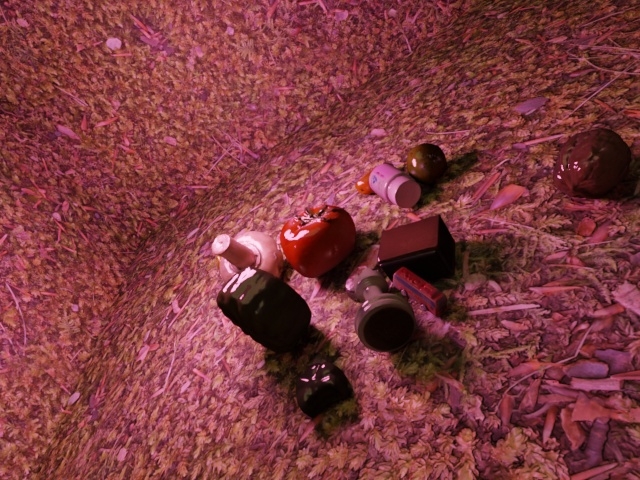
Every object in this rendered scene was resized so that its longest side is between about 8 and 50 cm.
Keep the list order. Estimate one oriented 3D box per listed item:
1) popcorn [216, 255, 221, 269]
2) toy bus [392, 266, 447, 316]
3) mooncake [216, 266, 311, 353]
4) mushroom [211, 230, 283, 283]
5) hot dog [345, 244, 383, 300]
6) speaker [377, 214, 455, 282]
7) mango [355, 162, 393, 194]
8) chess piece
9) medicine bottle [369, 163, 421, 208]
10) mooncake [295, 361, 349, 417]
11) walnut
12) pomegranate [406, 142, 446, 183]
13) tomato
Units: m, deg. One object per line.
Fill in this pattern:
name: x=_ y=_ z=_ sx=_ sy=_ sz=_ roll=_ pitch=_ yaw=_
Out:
popcorn: x=-0.439 y=0.082 z=2.209 sx=0.256 sy=0.195 sz=0.254 roll=-31 pitch=32 yaw=-23
toy bus: x=0.322 y=0.164 z=1.347 sx=0.065 sy=0.077 sz=0.192 roll=-33 pitch=48 yaw=-24
mooncake: x=-0.220 y=0.271 z=1.570 sx=0.356 sy=0.356 sz=0.194 roll=0 pitch=46 yaw=47
mushroom: x=-0.361 y=0.101 z=1.973 sx=0.315 sy=0.355 sz=0.316 roll=-164 pitch=90 yaw=-70
hot dog: x=0.181 y=0.122 z=1.618 sx=0.131 sy=0.069 sz=0.253 roll=16 pitch=63 yaw=44
speaker: x=0.340 y=0.039 z=1.467 sx=0.230 sy=0.153 sz=0.193 roll=-18 pitch=38 yaw=32
mango: x=0.276 y=-0.305 z=2.041 sx=0.217 sy=0.102 sz=0.141 roll=-38 pitch=7 yaw=-4
chess piece: x=0.191 y=0.211 z=1.392 sx=0.194 sy=0.195 sz=0.299 roll=-33 pitch=23 yaw=9
medicine bottle: x=0.331 y=-0.244 z=1.848 sx=0.152 sy=0.152 sz=0.254 roll=-38 pitch=31 yaw=2
mooncake: x=0.001 y=0.475 z=1.316 sx=0.168 sy=0.104 sz=0.175 roll=15 pitch=63 yaw=47
walnut: x=0.826 y=-0.228 z=1.264 sx=0.224 sy=0.224 sz=0.224 roll=-27 pitch=33 yaw=19
pomegranate: x=0.459 y=-0.333 z=1.834 sx=0.180 sy=0.180 sz=0.209 roll=-46 pitch=0 yaw=-11
tomato: x=0.000 y=0.000 z=1.779 sx=0.341 sy=0.273 sz=0.341 roll=-19 pitch=26 yaw=10
